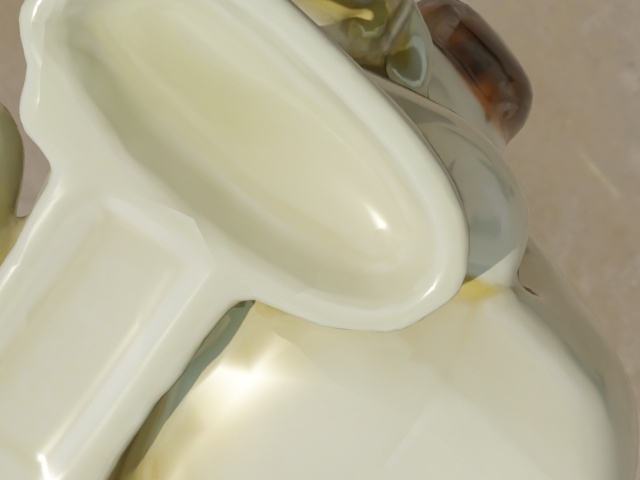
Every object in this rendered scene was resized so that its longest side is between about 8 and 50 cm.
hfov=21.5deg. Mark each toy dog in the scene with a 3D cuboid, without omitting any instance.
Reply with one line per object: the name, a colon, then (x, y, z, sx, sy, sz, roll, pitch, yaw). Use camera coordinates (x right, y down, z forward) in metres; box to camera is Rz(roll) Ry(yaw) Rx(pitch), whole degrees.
toy dog: (0.000, 0.000, 0.754, 0.395, 0.284, 0.408, 24, -160, -7)
